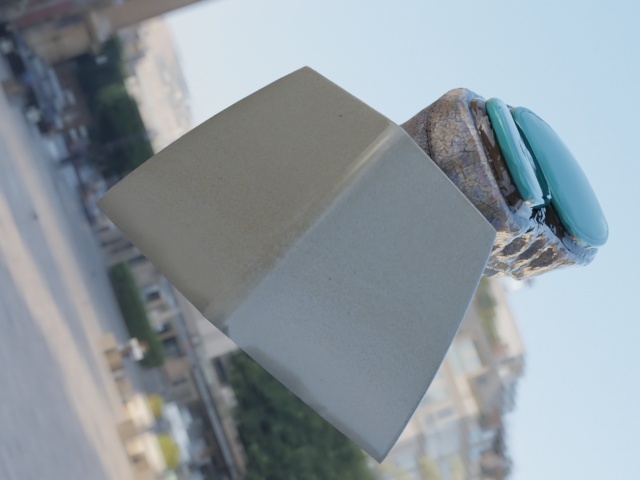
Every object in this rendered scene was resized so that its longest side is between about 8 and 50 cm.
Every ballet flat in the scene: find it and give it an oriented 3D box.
[{"bbox_3d":[0.088,-0.026,0.908,0.107,0.106,0.316,70,16,14],"label":"ballet flat"}]

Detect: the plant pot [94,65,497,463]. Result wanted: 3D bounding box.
[{"bbox_3d":[0.000,0.000,0.594,0.109,0.096,0.109,45,-3,-38],"label":"plant pot"}]
